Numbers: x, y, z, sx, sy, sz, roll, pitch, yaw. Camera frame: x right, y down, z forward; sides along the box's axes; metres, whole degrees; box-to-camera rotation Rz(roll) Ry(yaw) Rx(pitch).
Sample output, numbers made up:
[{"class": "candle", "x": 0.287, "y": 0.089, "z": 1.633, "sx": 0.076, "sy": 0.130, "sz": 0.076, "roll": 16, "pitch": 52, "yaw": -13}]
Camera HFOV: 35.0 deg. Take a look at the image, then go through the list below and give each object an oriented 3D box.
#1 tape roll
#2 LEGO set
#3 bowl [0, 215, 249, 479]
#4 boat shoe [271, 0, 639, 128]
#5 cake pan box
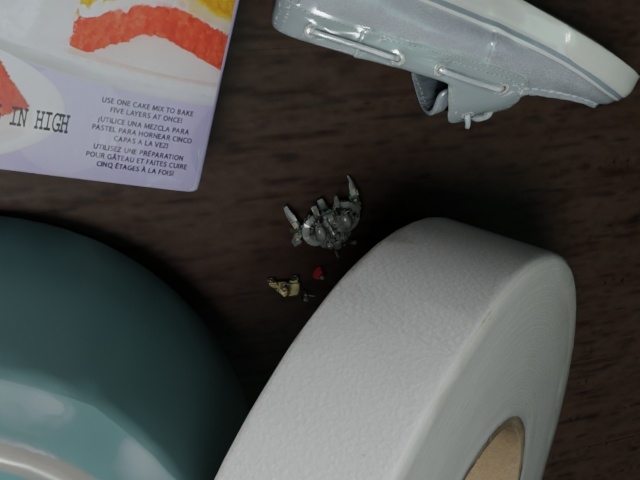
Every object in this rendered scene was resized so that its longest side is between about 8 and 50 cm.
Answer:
[{"class": "tape roll", "x": 0.039, "y": 0.181, "z": 0.548, "sx": 0.392, "sy": 0.072, "sz": 0.392, "roll": -45, "pitch": 145, "yaw": -45}, {"class": "LEGO set", "x": 0.002, "y": 0.002, "z": 0.611, "sx": 0.054, "sy": 0.023, "sz": 0.083, "roll": 5, "pitch": 109, "yaw": -26}, {"class": "bowl", "x": -0.169, "y": 0.151, "z": 0.472, "sx": 0.311, "sy": 0.163, "sz": 0.312, "roll": -2, "pitch": 100, "yaw": -13}, {"class": "boat shoe", "x": 0.076, "y": -0.110, "z": 0.575, "sx": 0.227, "sy": 0.079, "sz": 0.081, "roll": 17, "pitch": 112, "yaw": -24}, {"class": "cake pan box", "x": -0.160, "y": -0.158, "z": 0.446, "sx": 0.266, "sy": 0.070, "sz": 0.246, "roll": 8, "pitch": 105, "yaw": -26}]
